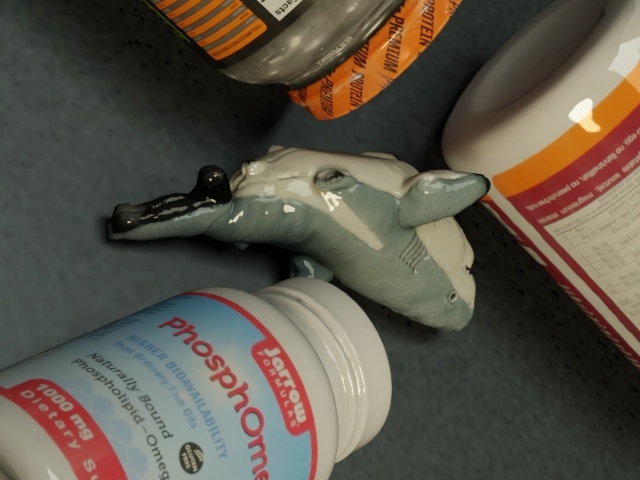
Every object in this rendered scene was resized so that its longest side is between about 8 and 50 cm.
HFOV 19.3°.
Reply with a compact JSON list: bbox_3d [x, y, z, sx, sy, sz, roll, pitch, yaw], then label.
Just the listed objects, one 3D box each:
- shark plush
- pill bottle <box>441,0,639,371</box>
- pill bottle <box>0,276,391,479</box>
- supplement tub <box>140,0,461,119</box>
[{"bbox_3d":[0.000,0.000,0.721,0.161,0.073,0.067,2,99,-45],"label":"shark plush"},{"bbox_3d":[0.165,-0.002,0.813,0.221,0.121,0.121,46,48,-15],"label":"pill bottle"},{"bbox_3d":[-0.051,0.066,0.618,0.160,0.087,0.087,-24,87,-44],"label":"pill bottle"},{"bbox_3d":[-0.038,-0.140,0.708,0.190,0.117,0.117,42,49,-19],"label":"supplement tub"}]
